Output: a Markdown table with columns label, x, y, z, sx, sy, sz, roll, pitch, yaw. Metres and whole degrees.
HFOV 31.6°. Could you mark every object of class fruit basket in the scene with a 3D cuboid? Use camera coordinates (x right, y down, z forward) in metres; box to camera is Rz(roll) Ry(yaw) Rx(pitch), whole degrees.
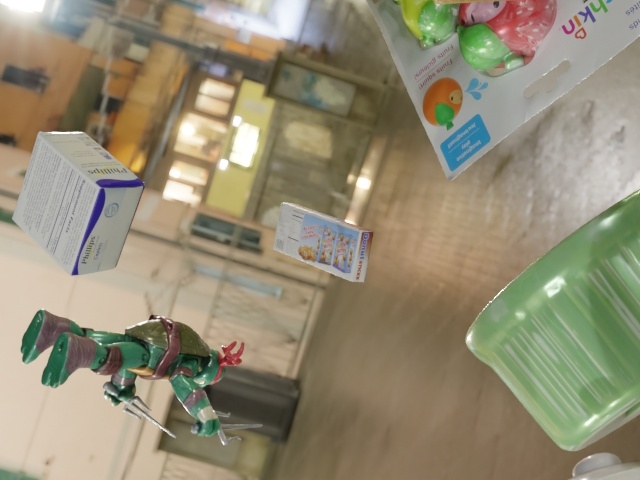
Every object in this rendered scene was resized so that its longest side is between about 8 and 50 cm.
| label | x | y | z | sx | sy | sz | roll | pitch | yaw |
| --- | --- | --- | --- | --- | --- | --- | --- | --- | --- |
| fruit basket | 0.186 | -0.298 | 1.240 | 0.327 | 0.165 | 0.353 | -38 | 53 | 31 |

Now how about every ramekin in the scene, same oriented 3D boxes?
| label | x | y | z | sx | sy | sz | roll | pitch | yaw |
| --- | --- | --- | --- | --- | --- | --- | --- | --- | --- |
| ramekin | 0.306 | 0.073 | 1.094 | 0.303 | 0.148 | 0.303 | -30 | -19 | -11 |

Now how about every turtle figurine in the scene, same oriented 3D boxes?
| label | x | y | z | sx | sy | sz | roll | pitch | yaw |
| --- | --- | --- | --- | --- | --- | --- | --- | --- | --- |
| turtle figurine | -0.176 | 0.133 | 1.150 | 0.175 | 0.234 | 0.118 | -5 | 69 | 54 |

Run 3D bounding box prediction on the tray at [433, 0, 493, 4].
| label | x | y | z | sx | sy | sz | roll | pitch | yaw |
| --- | --- | --- | --- | --- | --- | --- | --- | --- | --- |
| tray | 0.205 | -0.350 | 0.771 | 0.410 | 0.203 | 0.076 | 102 | 156 | -49 |

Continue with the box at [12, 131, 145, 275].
| label | x | y | z | sx | sy | sz | roll | pitch | yaw |
| --- | --- | --- | --- | --- | --- | --- | --- | --- | --- |
| box | -0.297 | -0.047 | 1.378 | 0.072 | 0.137 | 0.126 | -7 | -52 | -49 |

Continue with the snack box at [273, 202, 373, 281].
| label | x | y | z | sx | sy | sz | roll | pitch | yaw |
| --- | --- | --- | --- | --- | --- | --- | --- | --- | --- |
| snack box | 0.000 | 0.000 | 1.410 | 0.178 | 0.022 | 0.064 | 21 | 102 | 53 |

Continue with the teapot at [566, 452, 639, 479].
| label | x | y | z | sx | sy | sz | roll | pitch | yaw |
| --- | --- | --- | --- | --- | --- | --- | --- | --- | --- |
| teapot | 0.201 | 0.215 | 0.690 | 0.256 | 0.253 | 0.187 | -32 | 51 | 25 |
